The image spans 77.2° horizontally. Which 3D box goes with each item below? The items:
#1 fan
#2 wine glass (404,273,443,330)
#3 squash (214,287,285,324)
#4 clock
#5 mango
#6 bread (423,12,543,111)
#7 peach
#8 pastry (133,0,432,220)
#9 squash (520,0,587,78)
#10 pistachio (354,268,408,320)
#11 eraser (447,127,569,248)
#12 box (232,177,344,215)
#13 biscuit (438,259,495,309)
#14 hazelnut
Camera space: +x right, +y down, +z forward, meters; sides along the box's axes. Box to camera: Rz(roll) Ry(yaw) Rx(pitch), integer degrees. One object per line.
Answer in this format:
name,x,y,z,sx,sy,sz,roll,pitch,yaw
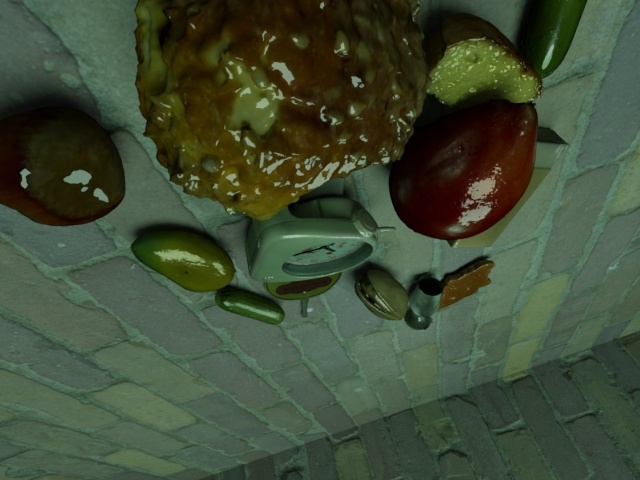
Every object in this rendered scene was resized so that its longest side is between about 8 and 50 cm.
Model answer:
fan,-0.049,0.133,1.168,0.229,0.011,0.335,-9,138,-11
wine glass,0.345,0.209,1.331,0.103,0.103,0.222,-10,142,-9
squash,-0.193,0.186,1.131,0.239,0.069,0.069,27,123,-39
clock,0.000,0.000,0.913,0.324,0.109,0.265,-4,155,-22
mango,-0.297,0.043,0.910,0.137,0.091,0.237,-35,138,11
bread,0.259,-0.301,0.685,0.260,0.134,0.129,12,145,-37
peach,0.277,-0.106,0.771,0.257,0.201,0.361,5,167,-13
pastry,-0.046,-0.234,0.518,0.405,0.292,0.337,-28,118,-26
squash,0.390,-0.412,0.643,0.087,0.087,0.331,-15,139,-4
pistachio,0.182,0.163,1.191,0.136,0.136,0.226,-34,132,19
eraser,0.445,-0.119,1.006,0.144,0.078,0.343,-2,138,-20
box,-0.073,-0.115,0.836,0.243,0.055,0.103,-10,141,-11
biscuit,0.481,0.154,1.365,0.183,0.043,0.280,11,137,-26
hazelnut,-0.415,-0.119,0.623,0.210,0.210,0.186,31,97,-43
